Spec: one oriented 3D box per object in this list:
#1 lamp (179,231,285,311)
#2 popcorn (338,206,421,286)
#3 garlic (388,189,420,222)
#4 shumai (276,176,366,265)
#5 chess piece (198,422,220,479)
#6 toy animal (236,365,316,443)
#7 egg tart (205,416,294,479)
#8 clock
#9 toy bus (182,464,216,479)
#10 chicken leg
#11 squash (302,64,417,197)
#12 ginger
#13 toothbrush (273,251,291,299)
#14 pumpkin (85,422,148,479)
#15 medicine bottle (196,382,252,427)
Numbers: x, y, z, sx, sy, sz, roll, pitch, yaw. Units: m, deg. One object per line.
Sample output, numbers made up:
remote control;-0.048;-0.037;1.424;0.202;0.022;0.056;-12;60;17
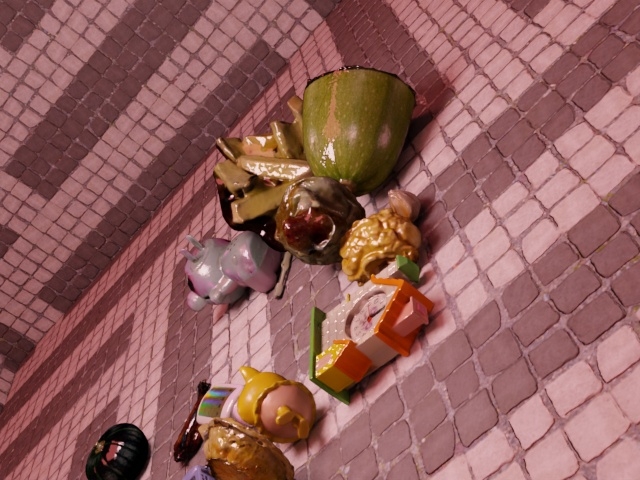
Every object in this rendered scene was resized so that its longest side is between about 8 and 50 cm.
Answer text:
lamp;-0.274;0.065;2.277;0.301;0.247;0.247;-21;41;39
popcorn;0.131;0.007;1.730;0.194;0.140;0.163;-27;40;42
garlic;0.190;-0.077;1.811;0.074;0.094;0.113;-17;6;-22
shumai;0.000;0.000;1.846;0.222;0.272;0.203;-24;43;17
chess piece;-0.228;0.481;1.791;0.090;0.090;0.200;-57;22;-9
toy animal;-0.091;0.346;1.652;0.156;0.156;0.230;-55;25;-5
egg tart;-0.148;0.437;1.547;0.213;0.212;0.090;-23;25;49
clock;0.101;0.166;1.597;0.255;0.106;0.219;-41;26;25
toy bus;-0.263;0.559;1.758;0.073;0.076;0.167;-50;24;5
chicken leg;-0.323;0.461;2.048;0.106;0.051;0.253;-41;23;38
squash;0.092;-0.240;2.040;0.310;0.310;0.308;-22;56;50
ginger;-0.117;-0.202;2.177;0.211;0.359;0.413;124;162;-52
toothbrush;-0.094;0.052;2.220;0.028;0.026;0.294;-51;18;46
pumpkin;-0.568;0.600;2.187;0.202;0.140;0.202;-39;26;23
medicine bottle;-0.212;0.402;1.880;0.219;0.078;0.115;-12;43;57
